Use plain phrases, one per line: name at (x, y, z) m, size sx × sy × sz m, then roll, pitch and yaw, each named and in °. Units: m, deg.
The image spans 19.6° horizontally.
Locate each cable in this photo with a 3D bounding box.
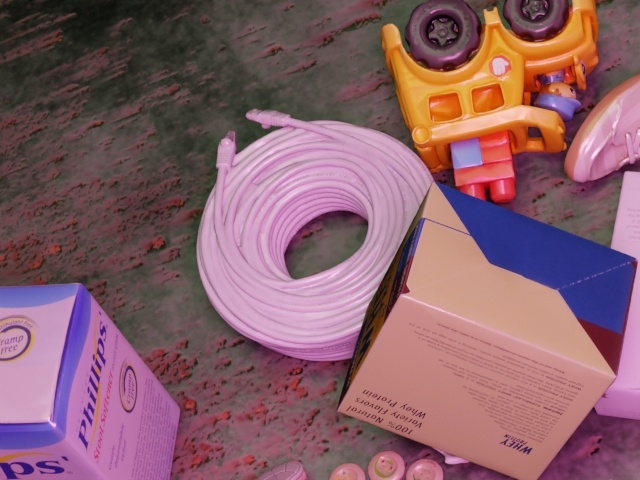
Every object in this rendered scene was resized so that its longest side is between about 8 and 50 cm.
cable at (0.000, 0.000, 1.873) m, size 0.257 × 0.089 × 0.257 m, roll 9°, pitch 65°, yaw 20°

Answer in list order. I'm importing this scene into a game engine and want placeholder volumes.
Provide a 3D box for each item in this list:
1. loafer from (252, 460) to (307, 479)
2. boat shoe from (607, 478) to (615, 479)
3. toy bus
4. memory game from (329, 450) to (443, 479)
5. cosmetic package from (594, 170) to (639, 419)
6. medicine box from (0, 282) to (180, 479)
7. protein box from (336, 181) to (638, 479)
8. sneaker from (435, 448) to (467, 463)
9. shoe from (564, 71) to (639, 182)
loafer at (-0.064, 0.260, 1.780) m, size 0.125 × 0.039 × 0.045 m, roll -33°, pitch 25°, yaw -7°
boat shoe at (0.253, 0.279, 1.661) m, size 0.045 × 0.050 × 0.135 m, roll -5°, pitch 60°, yaw 8°
toy bus at (0.186, -0.139, 1.872) m, size 0.220 × 0.149 × 0.211 m, roll -13°, pitch 72°, yaw 7°
memory game at (0.060, 0.284, 1.739) m, size 0.186 × 0.012 × 0.186 m, roll -7°, pitch 60°, yaw 13°
cosmetic package at (0.328, 0.054, 1.747) m, size 0.117 × 0.085 × 0.231 m, roll 6°, pitch 66°, yaw 20°
medicine box at (-0.307, 0.169, 1.749) m, size 0.264 × 0.289 × 0.149 m, roll -3°, pitch 61°, yaw 15°
protein box at (0.147, 0.086, 1.662) m, size 0.200 × 0.201 × 0.136 m, roll 21°, pitch 52°, yaw -3°
sneaker at (0.104, 0.155, 1.761) m, size 0.061 × 0.053 × 0.152 m, roll -14°, pitch 44°, yaw -41°
shoe at (0.334, -0.130, 1.851) m, size 0.219 × 0.076 × 0.058 m, roll -41°, pitch 53°, yaw -10°
